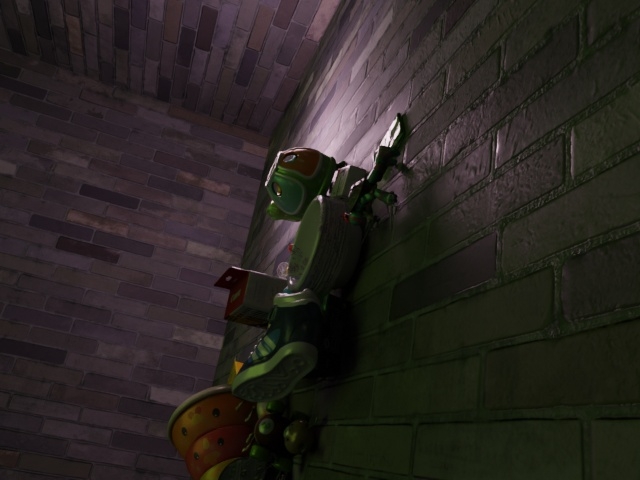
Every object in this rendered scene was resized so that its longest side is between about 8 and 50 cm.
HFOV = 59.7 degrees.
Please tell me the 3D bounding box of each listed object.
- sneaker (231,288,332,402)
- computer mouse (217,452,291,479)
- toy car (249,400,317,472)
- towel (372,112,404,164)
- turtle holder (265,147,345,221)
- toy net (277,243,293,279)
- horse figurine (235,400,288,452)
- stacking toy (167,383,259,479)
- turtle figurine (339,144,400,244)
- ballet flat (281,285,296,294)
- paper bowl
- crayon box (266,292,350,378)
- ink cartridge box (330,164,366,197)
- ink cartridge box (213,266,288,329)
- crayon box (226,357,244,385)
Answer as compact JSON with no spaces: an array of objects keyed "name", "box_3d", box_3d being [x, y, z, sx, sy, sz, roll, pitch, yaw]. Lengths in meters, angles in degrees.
[{"name":"sneaker","box_3d":[-0.105,0.257,1.436,0.323,0.130,0.236,-43,30,38]},{"name":"computer mouse","box_3d":[-0.182,0.693,1.626,0.272,0.072,0.188,-25,36,25]},{"name":"toy car","box_3d":[-0.074,0.504,1.448,0.188,0.149,0.155,-32,32,53]},{"name":"towel","box_3d":[0.182,-0.261,1.520,0.113,0.023,0.152,-91,22,-48]},{"name":"turtle holder","box_3d":[-0.074,-0.197,1.978,0.320,0.228,0.243,152,138,-72]},{"name":"toy net","box_3d":[-0.112,0.090,2.049,0.045,0.122,0.232,-32,-1,-39]},{"name":"horse figurine","box_3d":[-0.185,0.542,1.755,0.174,0.066,0.263,-44,30,12]},{"name":"stacking toy","box_3d":[-0.288,0.745,1.812,0.480,0.351,0.350,58,133,47]},{"name":"turtle figurine","box_3d":[0.130,-0.111,1.387,0.175,0.118,0.234,165,125,-74]},{"name":"ballet flat","box_3d":[-0.083,0.286,1.806,0.342,0.116,0.124,-105,16,-57]},{"name":"paper bowl","box_3d":[0.018,0.025,1.574,0.284,0.148,0.284,-164,90,-77]},{"name":"crayon box","box_3d":[-0.064,0.276,1.545,0.323,0.083,0.203,-22,51,49]},{"name":"ink cartridge box","box_3d":[0.084,-0.175,1.730,0.135,0.056,0.099,-176,102,-76]},{"name":"ink cartridge box","box_3d":[-0.249,0.220,2.050,0.309,0.272,0.130,139,143,-62]},{"name":"crayon box","box_3d":[-0.362,0.670,2.458,0.318,0.081,0.202,-133,61,-73]}]
